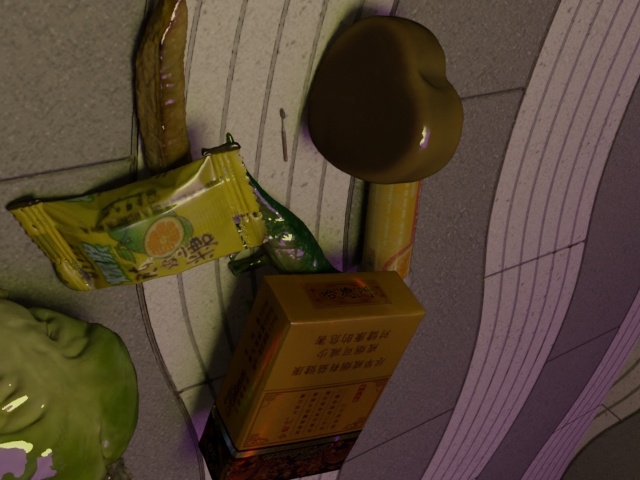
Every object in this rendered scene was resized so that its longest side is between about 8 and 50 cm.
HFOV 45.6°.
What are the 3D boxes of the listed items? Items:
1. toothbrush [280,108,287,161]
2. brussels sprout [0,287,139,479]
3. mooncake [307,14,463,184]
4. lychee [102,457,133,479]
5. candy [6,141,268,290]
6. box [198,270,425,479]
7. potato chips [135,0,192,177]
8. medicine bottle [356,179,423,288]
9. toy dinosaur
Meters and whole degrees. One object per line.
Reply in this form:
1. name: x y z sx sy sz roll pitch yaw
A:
1. toothbrush: -0.054 -0.157 1.145 0.006 0.008 0.097 -16 136 -14
2. brussels sprout: -0.385 0.211 0.947 0.316 0.242 0.274 28 70 -30
3. mooncake: 0.088 -0.188 1.086 0.117 0.235 0.235 -8 129 -43
4. lychee: -0.409 0.415 1.108 0.300 0.300 0.300 -25 138 -25
5. candy: -0.226 -0.020 0.999 0.297 0.081 0.187 -15 134 1
6. box: -0.026 0.243 1.286 0.264 0.116 0.415 -2 130 -32
7. potato chips: -0.190 -0.135 0.995 0.080 0.057 0.407 -30 140 -26
8. medicine bottle: 0.127 -0.092 1.298 0.108 0.108 0.426 -23 136 -27
9. toy dinosaur: 0.000 0.000 1.227 0.300 0.087 0.447 -18 129 -12
